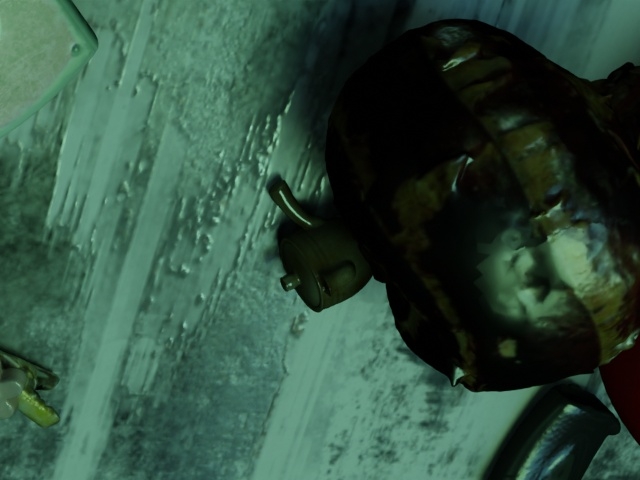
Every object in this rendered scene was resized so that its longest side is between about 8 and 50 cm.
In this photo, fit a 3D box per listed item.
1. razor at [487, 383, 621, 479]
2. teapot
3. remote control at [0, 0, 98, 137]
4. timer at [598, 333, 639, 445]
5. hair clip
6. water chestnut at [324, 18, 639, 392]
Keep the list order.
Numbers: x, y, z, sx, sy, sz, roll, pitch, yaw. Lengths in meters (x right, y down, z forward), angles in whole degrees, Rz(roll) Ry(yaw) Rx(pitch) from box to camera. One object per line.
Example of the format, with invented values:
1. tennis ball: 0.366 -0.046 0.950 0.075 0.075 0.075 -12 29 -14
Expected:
1. razor: 0.210 0.203 1.736 0.090 0.054 0.148 21 103 -38
2. teapot: 0.000 0.000 1.481 0.080 0.085 0.110 -27 107 -19
3. remote control: -0.281 -0.203 1.205 0.145 0.050 0.344 -39 130 -7
4. timer: 0.383 0.028 1.550 0.279 0.378 0.378 20 111 8
5. hair clip: -0.268 0.083 1.375 0.062 0.056 0.214 -27 136 26
6. water chestnut: 0.154 -0.039 1.415 0.300 0.300 0.300 -15 123 -24
